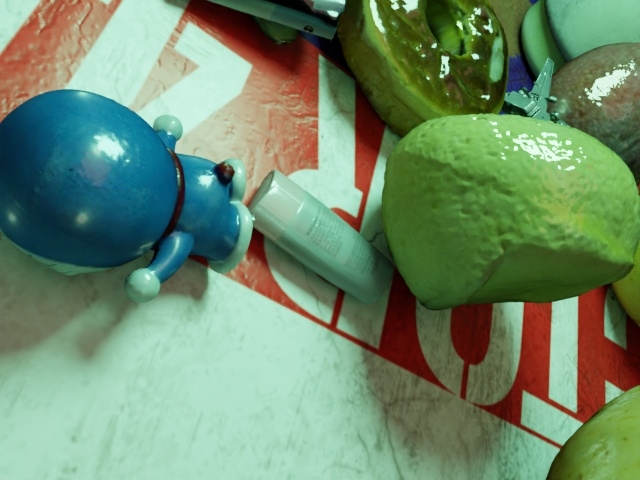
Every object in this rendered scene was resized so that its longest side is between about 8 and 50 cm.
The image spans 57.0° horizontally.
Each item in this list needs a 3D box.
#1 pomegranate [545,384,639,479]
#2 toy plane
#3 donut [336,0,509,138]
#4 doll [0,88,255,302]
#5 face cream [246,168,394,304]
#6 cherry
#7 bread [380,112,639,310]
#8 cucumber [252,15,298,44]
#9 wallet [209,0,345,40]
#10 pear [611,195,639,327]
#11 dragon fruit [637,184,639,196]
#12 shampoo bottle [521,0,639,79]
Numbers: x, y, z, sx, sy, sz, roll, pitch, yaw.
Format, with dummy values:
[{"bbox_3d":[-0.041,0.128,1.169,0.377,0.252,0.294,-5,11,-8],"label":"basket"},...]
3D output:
[{"bbox_3d":[0.479,0.348,0.699,0.409,0.410,0.411,14,63,-31],"label":"pomegranate"},{"bbox_3d":[0.326,-0.214,0.967,0.226,0.226,0.058,-43,127,-3],"label":"toy plane"},{"bbox_3d":[0.154,-0.311,0.917,0.329,0.159,0.330,6,80,-32],"label":"donut"},{"bbox_3d":[-0.183,-0.045,0.567,0.256,0.161,0.215,18,47,-48],"label":"doll"},{"bbox_3d":[0.000,0.000,0.727,0.198,0.057,0.084,37,53,-16],"label":"face cream"},{"bbox_3d":[0.487,-0.208,1.034,0.261,0.308,0.221,14,26,-32],"label":"cherry"},{"bbox_3d":[0.226,-0.036,0.746,0.320,0.320,0.238,-1,86,-36],"label":"bread"},{"bbox_3d":[-0.069,-0.313,0.818,0.067,0.035,0.108,-11,75,-27],"label":"cucumber"},{"bbox_3d":[-0.075,-0.370,0.780,0.230,0.069,0.170,11,71,-13],"label":"wallet"},{"bbox_3d":[0.689,0.037,1.038,0.348,0.348,0.349,14,63,-31],"label":"pear"},{"bbox_3d":[0.707,-0.108,1.198,0.261,0.211,0.134,11,58,-26],"label":"dragon fruit"},{"bbox_3d":[0.595,-0.433,1.170,0.322,0.317,0.323,16,63,-33],"label":"shampoo bottle"}]
